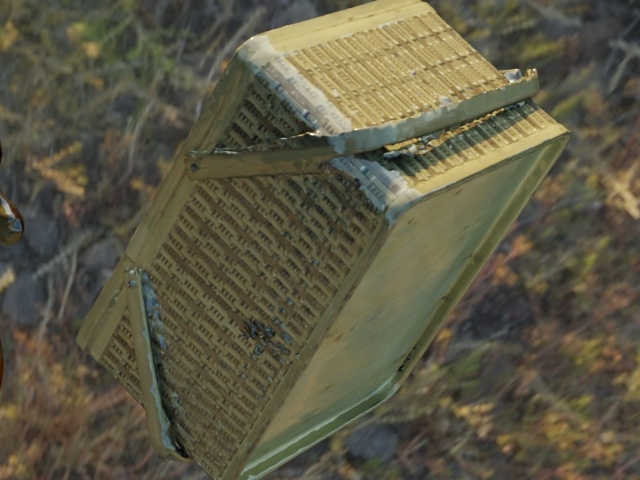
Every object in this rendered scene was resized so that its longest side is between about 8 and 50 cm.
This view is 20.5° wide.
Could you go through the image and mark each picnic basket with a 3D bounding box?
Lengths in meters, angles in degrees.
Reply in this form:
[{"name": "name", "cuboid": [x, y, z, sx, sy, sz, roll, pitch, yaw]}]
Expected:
[{"name": "picnic basket", "cuboid": [0.000, 0.000, 0.621, 0.079, 0.164, 0.115, 44, 36, 18]}]

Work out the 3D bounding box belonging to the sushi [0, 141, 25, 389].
[{"name": "sushi", "cuboid": [-0.156, -0.042, 0.490, 0.097, 0.103, 0.226, -46, 117, -53]}]
